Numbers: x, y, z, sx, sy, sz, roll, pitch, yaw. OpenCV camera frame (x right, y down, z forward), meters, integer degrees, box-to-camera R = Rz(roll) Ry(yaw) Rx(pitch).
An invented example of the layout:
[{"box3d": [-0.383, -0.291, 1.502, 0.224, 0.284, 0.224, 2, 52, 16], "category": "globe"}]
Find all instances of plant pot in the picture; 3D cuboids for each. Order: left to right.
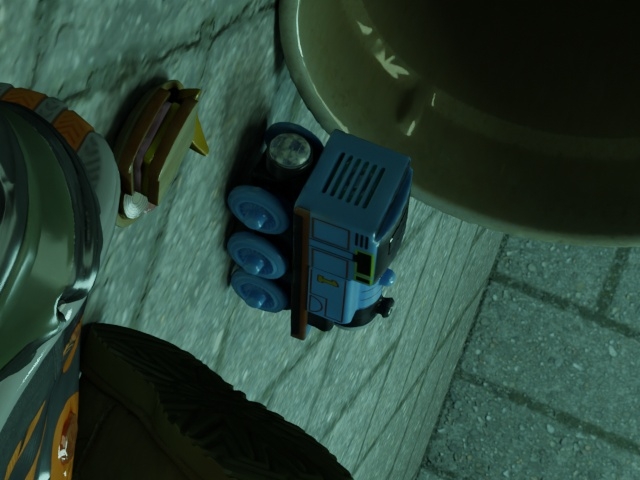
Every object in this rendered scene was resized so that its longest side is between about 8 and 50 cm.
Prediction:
[{"box3d": [0.172, -0.214, 0.974, 0.334, 0.334, 0.305, 95, 9, -55], "category": "plant pot"}]

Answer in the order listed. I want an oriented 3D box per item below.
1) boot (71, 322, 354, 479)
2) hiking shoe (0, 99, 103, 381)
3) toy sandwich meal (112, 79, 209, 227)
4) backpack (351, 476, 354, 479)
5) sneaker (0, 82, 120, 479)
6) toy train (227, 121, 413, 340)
[{"box3d": [-0.092, 0.200, 0.761, 0.236, 0.089, 0.269, 31, -77, 61], "category": "boot"}, {"box3d": [-0.153, 0.042, 0.320, 0.227, 0.086, 0.114, -49, 153, -2], "category": "hiking shoe"}, {"box3d": [-0.077, -0.041, 0.766, 0.085, 0.029, 0.085, 22, 90, -79], "category": "toy sandwich meal"}, {"box3d": [-0.021, 0.290, 1.433, 0.152, 0.115, 0.182, -14, 123, -73], "category": "backpack"}, {"box3d": [-0.147, 0.113, 0.488, 0.180, 0.125, 0.321, 98, 17, -48], "category": "sneaker"}, {"box3d": [0.000, 0.000, 1.005, 0.184, 0.105, 0.080, 93, 22, -58], "category": "toy train"}]
